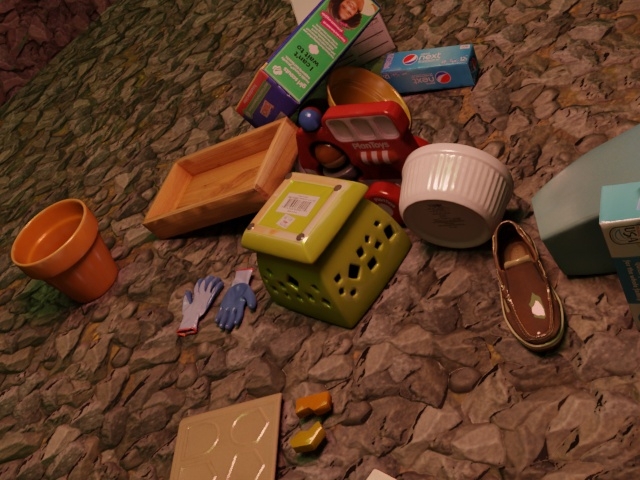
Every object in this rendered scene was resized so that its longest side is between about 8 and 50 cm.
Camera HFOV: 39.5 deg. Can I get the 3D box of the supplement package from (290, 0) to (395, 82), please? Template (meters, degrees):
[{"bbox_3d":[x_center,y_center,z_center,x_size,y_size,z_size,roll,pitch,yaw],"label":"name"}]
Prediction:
[{"bbox_3d":[0.053,-0.571,2.324,0.204,0.145,0.262,-26,39,10],"label":"supplement package"}]

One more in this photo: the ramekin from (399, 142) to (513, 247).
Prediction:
[{"bbox_3d":[0.240,-0.073,1.624,0.207,0.207,0.109,-1,57,34],"label":"ramekin"}]

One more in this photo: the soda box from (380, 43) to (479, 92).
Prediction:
[{"bbox_3d":[0.250,-0.391,2.037,0.210,0.071,0.067,0,52,27],"label":"soda box"}]

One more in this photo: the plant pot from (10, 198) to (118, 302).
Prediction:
[{"bbox_3d":[-0.578,0.040,2.079,0.205,0.188,0.205,-20,40,18],"label":"plant pot"}]

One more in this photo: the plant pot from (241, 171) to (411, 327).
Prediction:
[{"bbox_3d":[0.000,0.000,1.705,0.228,0.207,0.227,13,57,44],"label":"plant pot"}]

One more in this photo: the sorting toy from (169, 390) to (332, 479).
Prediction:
[{"bbox_3d":[-0.122,0.366,1.541,0.307,0.041,0.229,-18,36,19],"label":"sorting toy"}]

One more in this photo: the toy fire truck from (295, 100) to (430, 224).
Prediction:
[{"bbox_3d":[0.077,-0.177,1.795,0.302,0.254,0.169,4,51,40],"label":"toy fire truck"}]

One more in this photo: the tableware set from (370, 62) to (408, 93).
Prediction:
[{"bbox_3d":[0.190,-0.388,2.133,0.168,0.020,0.141,-13,48,19],"label":"tableware set"}]

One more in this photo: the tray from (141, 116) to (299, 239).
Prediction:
[{"bbox_3d":[-0.226,-0.133,2.031,0.410,0.076,0.203,-13,45,43],"label":"tray"}]

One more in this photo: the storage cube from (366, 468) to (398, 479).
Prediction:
[{"bbox_3d":[0.125,0.447,1.152,0.215,0.193,0.184,17,59,45],"label":"storage cube"}]

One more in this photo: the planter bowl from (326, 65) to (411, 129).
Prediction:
[{"bbox_3d":[0.089,-0.282,1.999,0.090,0.217,0.217,-50,21,43],"label":"planter bowl"}]

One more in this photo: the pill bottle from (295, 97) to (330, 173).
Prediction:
[{"bbox_3d":[-0.008,-0.226,2.029,0.108,0.108,0.194,-15,42,22],"label":"pill bottle"}]

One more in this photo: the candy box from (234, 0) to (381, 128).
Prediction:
[{"bbox_3d":[-0.035,-0.408,2.020,0.317,0.122,0.268,-54,8,-20],"label":"candy box"}]

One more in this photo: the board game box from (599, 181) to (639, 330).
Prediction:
[{"bbox_3d":[0.588,0.013,1.240,0.336,0.254,0.079,-7,46,29],"label":"board game box"}]

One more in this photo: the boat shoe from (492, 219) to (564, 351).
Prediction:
[{"bbox_3d":[0.333,0.068,1.487,0.095,0.095,0.257,-23,39,12],"label":"boat shoe"}]

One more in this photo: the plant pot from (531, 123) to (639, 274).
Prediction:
[{"bbox_3d":[0.481,-0.049,1.465,0.234,0.165,0.166,-26,38,22],"label":"plant pot"}]

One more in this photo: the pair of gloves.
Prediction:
[{"bbox_3d":[-0.212,0.128,1.865,0.198,0.023,0.159,-9,46,29],"label":"pair of gloves"}]
